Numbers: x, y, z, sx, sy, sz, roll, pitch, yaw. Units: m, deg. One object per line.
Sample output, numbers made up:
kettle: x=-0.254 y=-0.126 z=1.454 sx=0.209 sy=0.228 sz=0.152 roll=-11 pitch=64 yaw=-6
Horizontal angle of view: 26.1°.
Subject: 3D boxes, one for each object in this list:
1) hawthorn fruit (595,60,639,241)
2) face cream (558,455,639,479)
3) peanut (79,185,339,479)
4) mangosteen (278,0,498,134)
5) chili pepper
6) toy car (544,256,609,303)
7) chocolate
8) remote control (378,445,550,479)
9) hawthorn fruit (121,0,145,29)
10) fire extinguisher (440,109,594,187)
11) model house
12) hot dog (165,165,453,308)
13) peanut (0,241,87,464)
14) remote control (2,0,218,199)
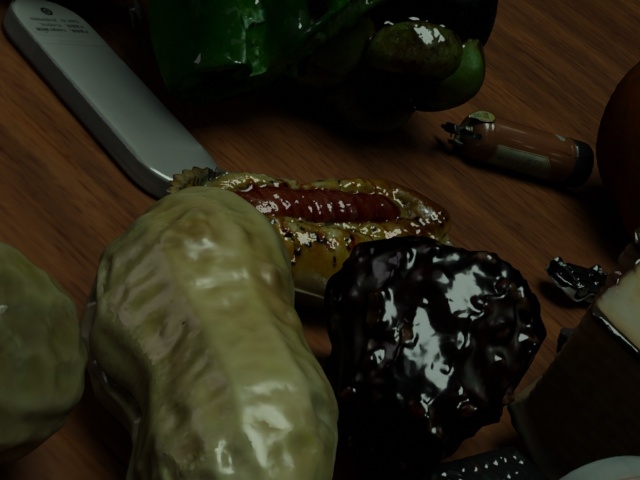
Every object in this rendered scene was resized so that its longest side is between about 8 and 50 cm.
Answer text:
hawthorn fruit: x=0.420 y=-0.100 z=1.316 sx=0.277 sy=0.298 sz=0.277 roll=29 pitch=26 yaw=-16
face cream: x=0.202 y=0.241 z=0.765 sx=0.101 sy=0.101 sz=0.251 roll=16 pitch=32 yaw=-26
peanut: x=-0.060 y=0.076 z=0.749 sx=0.130 sy=0.130 sz=0.290 roll=15 pitch=32 yaw=-28
mangosteen: x=0.051 y=-0.211 z=1.251 sx=0.243 sy=0.243 sz=0.243 roll=24 pitch=29 yaw=-14
chili pepper: x=-0.037 y=-0.297 z=1.094 sx=0.213 sy=0.385 sz=0.167 roll=3 pitch=-8 yaw=14
toy car: x=0.227 y=0.039 z=1.195 sx=0.093 sy=0.025 sz=0.041 roll=11 pitch=32 yaw=-39
chocolate: x=0.055 y=0.089 z=0.855 sx=0.156 sy=0.156 sz=0.133 roll=28 pitch=47 yaw=-6
remote control: x=0.064 y=0.165 z=0.832 sx=0.245 sy=0.025 sz=0.063 roll=-3 pitch=42 yaw=-46
hawthorn fruit: x=-0.227 y=-0.299 z=1.126 sx=0.299 sy=0.211 sz=0.211 roll=51 pitch=29 yaw=-2
fire extinguisher: x=0.186 y=-0.092 z=1.337 sx=0.177 sy=0.050 sz=0.062 roll=12 pitch=9 yaw=-31
model house: x=0.231 y=0.103 z=0.964 sx=0.166 sy=0.172 sz=0.183 roll=47 pitch=44 yaw=16
hot dog: x=0.000 y=0.000 z=0.989 sx=0.253 sy=0.069 sz=0.131 roll=5 pitch=38 yaw=-38
peanut: x=-0.249 y=0.045 z=0.625 sx=0.298 sy=0.120 sz=0.136 roll=4 pitch=14 yaw=-40
remote control: x=-0.162 y=-0.110 z=1.060 sx=0.077 sy=0.022 sz=0.245 roll=-4 pitch=43 yaw=-51
